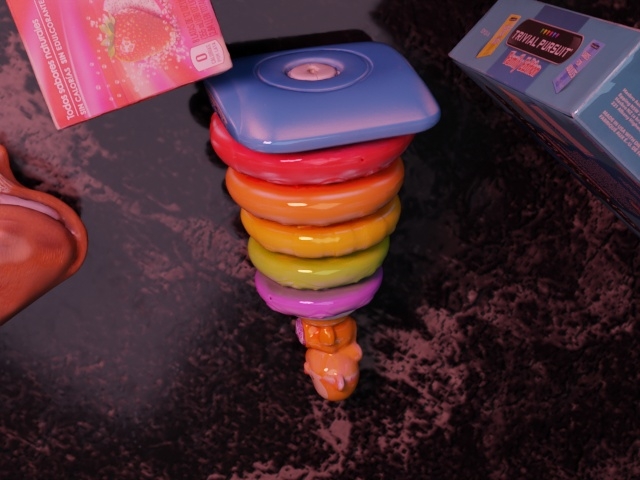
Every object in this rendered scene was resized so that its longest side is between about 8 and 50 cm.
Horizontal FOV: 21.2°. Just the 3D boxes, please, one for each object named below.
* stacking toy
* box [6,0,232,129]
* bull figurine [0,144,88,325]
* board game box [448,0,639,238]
[{"bbox_3d":[0.000,0.000,1.391,0.166,0.175,0.302,-10,118,-13],"label":"stacking toy"},{"bbox_3d":[-0.186,-0.253,1.282,0.142,0.154,0.300,-20,107,-5],"label":"box"},{"bbox_3d":[-0.335,0.046,1.350,0.310,0.101,0.188,-38,105,1],"label":"bull figurine"},{"bbox_3d":[0.250,-0.066,1.305,0.254,0.336,0.079,41,93,-16],"label":"board game box"}]
